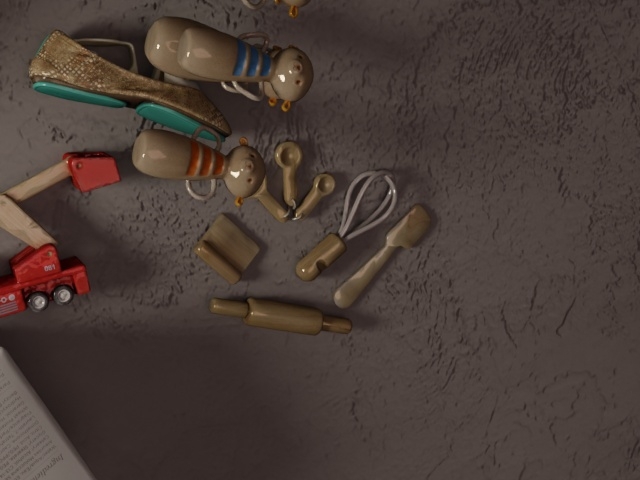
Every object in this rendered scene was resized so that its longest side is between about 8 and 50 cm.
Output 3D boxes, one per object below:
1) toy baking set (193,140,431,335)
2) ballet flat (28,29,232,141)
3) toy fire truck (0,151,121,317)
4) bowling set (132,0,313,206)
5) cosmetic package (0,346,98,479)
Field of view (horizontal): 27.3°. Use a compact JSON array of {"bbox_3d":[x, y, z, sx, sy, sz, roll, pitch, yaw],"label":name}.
[{"bbox_3d":[-0.003,0.006,1.378,0.256,0.030,0.196,15,95,-26],"label":"toy baking set"},{"bbox_3d":[-0.172,-0.151,1.251,0.206,0.073,0.067,16,81,-29],"label":"ballet flat"},{"bbox_3d":[-0.277,-0.002,1.246,0.192,0.047,0.135,-16,107,-19],"label":"toy fire truck"},{"bbox_3d":[-0.056,-0.185,1.180,0.154,0.200,0.286,11,75,-28],"label":"bowling set"},{"bbox_3d":[-0.324,0.202,1.199,0.151,0.151,0.183,-40,113,-25],"label":"cosmetic package"}]
